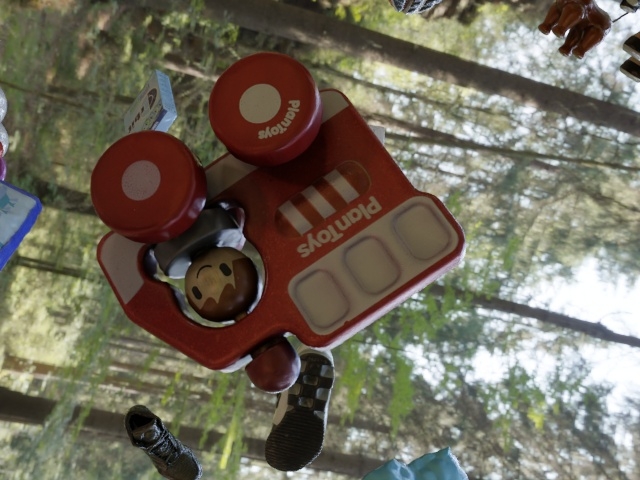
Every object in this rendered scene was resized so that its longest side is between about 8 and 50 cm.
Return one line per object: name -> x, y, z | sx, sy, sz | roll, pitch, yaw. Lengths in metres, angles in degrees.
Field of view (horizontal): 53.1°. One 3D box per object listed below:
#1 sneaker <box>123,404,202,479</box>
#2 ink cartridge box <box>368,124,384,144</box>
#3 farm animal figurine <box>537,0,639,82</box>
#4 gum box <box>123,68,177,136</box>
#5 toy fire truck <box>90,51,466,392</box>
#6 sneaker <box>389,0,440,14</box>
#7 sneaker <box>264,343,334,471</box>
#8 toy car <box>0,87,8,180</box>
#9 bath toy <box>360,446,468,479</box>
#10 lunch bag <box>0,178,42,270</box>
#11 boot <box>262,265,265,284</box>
sneaker -> -0.357, 0.464, 1.432 | 0.087, 0.227, 0.130 | -41, 178, -15
ink cartridge box -> -0.005, -0.101, 0.800 | 0.090, 0.143, 0.092 | -176, -92, -65
farm animal figurine -> 0.405, -0.279, 0.719 | 0.172, 0.327, 0.330 | -50, 176, 9
gum box -> -0.408, -0.296, 1.525 | 0.157, 0.041, 0.184 | -47, -140, 23
toy fire truck -> -0.050, -0.003, 0.605 | 0.254, 0.302, 0.169 | 55, -1, 19
sneaker -> 0.117, -0.407, 0.732 | 0.118, 0.107, 0.279 | -135, -134, -55
sneaker -> -0.036, 0.358, 1.422 | 0.146, 0.122, 0.330 | -85, -167, -70
toy car -> -0.478, -0.120, 0.845 | 0.159, 0.136, 0.182 | -39, 170, -38
bath toy -> 0.162, 0.245, 0.322 | 0.151, 0.348, 0.129 | -44, 145, -28
lunch bag -> -0.261, 0.006, 0.380 | 0.129, 0.151, 0.096 | -96, -173, -59
boot -> 0.000, 0.000, 1.022 | 0.258, 0.095, 0.123 | -60, 156, -22
